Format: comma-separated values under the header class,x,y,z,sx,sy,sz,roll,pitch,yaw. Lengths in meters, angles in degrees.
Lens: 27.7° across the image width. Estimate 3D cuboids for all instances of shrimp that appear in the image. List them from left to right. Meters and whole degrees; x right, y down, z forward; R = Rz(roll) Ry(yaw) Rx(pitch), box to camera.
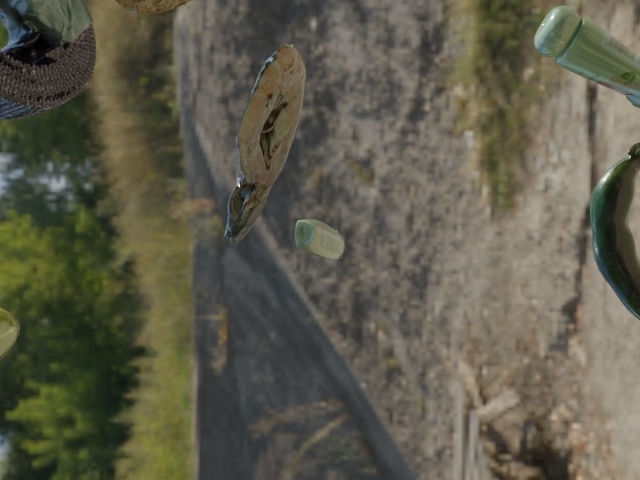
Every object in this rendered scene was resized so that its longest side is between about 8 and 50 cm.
class,x,y,z,sx,sy,sz,roll,pitch,yaw
shrimp,-0.094,-0.140,1.923,0.164,0.062,0.316,-8,-60,-65

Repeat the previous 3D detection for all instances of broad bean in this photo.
class,x,y,z,sx,sy,sz,roll,pitch,yaw
broad bean,0.423,0.019,1.657,0.049,0.144,0.292,161,91,-83

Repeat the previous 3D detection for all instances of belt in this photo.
class,x,y,z,sx,sy,sz,roll,pitch,yaw
belt,-0.431,-0.306,1.688,0.325,0.122,0.260,47,-132,-30

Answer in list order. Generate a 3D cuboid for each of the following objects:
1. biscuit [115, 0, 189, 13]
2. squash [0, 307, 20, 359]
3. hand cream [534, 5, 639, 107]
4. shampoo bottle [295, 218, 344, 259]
class,x,y,z,sx,sy,sz,roll,pitch,yaw
biscuit,-0.204,-0.404,1.852,0.033,0.220,0.220,57,164,21
squash,-0.386,0.110,1.447,0.090,0.075,0.200,-44,5,18
hand cream,0.513,-0.295,2.224,0.093,0.306,0.147,-61,4,2
shampoo bottle,0.000,0.000,2.680,0.212,0.049,0.072,28,-122,-71
